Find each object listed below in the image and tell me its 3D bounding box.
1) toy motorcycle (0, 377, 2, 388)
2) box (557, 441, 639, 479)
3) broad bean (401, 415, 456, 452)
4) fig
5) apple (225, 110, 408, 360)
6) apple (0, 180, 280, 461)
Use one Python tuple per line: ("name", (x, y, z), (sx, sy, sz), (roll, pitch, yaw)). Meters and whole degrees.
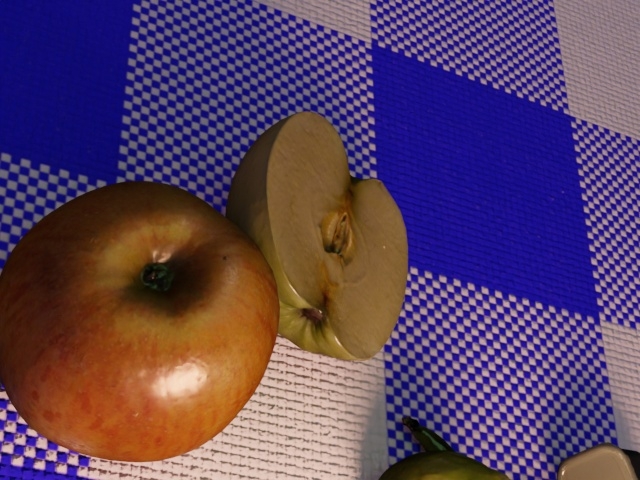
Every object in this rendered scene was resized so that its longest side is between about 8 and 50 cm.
("toy motorcycle", (-0.535, 0.186, 1.621), (0.215, 0.080, 0.122), (21, 49, -21))
("box", (0.522, 0.479, 2.051), (0.178, 0.138, 0.274), (14, 52, -60))
("broad bean", (0.237, 0.404, 2.004), (0.060, 0.043, 0.297), (-27, 77, -34))
("fig", (0.206, 0.394, 1.833), (0.206, 0.275, 0.206), (16, 53, -23))
("apple", (0.000, 0.000, 1.938), (0.320, 0.311, 0.360), (16, 51, 0))
("apple", (-0.244, 0.103, 1.682), (0.400, 0.333, 0.400), (24, 43, -25))
